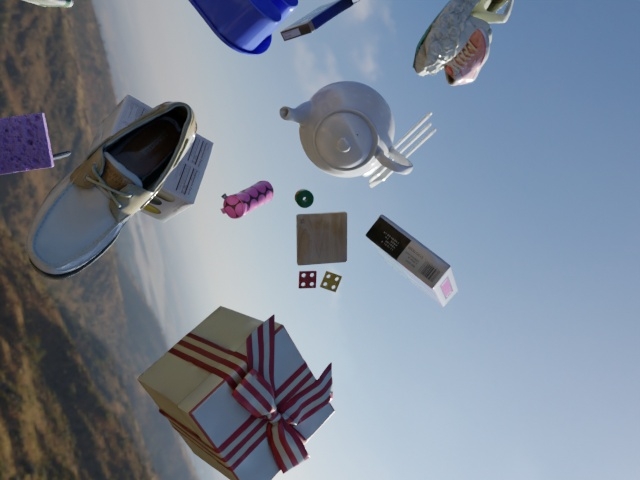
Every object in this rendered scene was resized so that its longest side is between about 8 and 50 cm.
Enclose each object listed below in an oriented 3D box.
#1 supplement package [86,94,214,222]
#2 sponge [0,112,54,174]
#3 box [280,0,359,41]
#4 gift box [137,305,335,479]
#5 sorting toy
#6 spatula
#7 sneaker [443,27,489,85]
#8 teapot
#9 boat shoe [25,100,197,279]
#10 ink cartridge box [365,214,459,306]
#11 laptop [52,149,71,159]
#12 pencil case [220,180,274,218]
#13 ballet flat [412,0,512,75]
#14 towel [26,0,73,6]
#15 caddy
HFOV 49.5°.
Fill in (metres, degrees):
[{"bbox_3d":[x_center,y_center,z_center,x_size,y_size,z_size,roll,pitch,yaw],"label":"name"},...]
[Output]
[{"bbox_3d":[-0.463,-0.209,1.850,0.199,0.262,0.198,-22,-133,51],"label":"supplement package"},{"bbox_3d":[-0.679,-0.196,1.458,0.031,0.209,0.117,-143,-136,-71],"label":"sponge"},{"bbox_3d":[0.002,-0.656,2.028,0.136,0.225,0.037,3,-54,51],"label":"box"},{"bbox_3d":[-0.138,0.269,1.278,0.258,0.276,0.255,12,-39,52],"label":"gift box"},{"bbox_3d":[0.000,0.000,1.787,0.046,0.132,0.275,-135,-138,-70],"label":"sorting toy"},{"bbox_3d":[0.213,-0.240,1.864,0.019,0.242,0.168,47,4,19],"label":"spatula"},{"bbox_3d":[0.292,-0.365,1.405,0.051,0.070,0.134,61,-21,26],"label":"sneaker"},{"bbox_3d":[0.066,-0.251,1.663,0.187,0.255,0.253,-83,155,-65],"label":"teapot"},{"bbox_3d":[-0.282,-0.081,0.940,0.113,0.302,0.103,39,-22,-11],"label":"boat shoe"},{"bbox_3d":[0.211,0.057,1.522,0.175,0.069,0.371,39,1,19],"label":"ink cartridge box"},{"bbox_3d":[-0.921,-0.248,1.715,0.382,0.407,0.237,-59,134,-73],"label":"laptop"},{"bbox_3d":[-0.246,-0.141,2.358,0.095,0.098,0.209,61,34,-2],"label":"pencil case"},{"bbox_3d":[0.368,-0.533,1.644,0.146,0.409,0.147,29,-24,15],"label":"ballet flat"},{"bbox_3d":[-0.524,-0.437,1.207,0.113,0.152,0.023,17,-81,40],"label":"towel"},{"bbox_3d":[-0.220,-0.618,1.697,0.341,0.179,0.241,51,40,-17],"label":"caddy"}]
